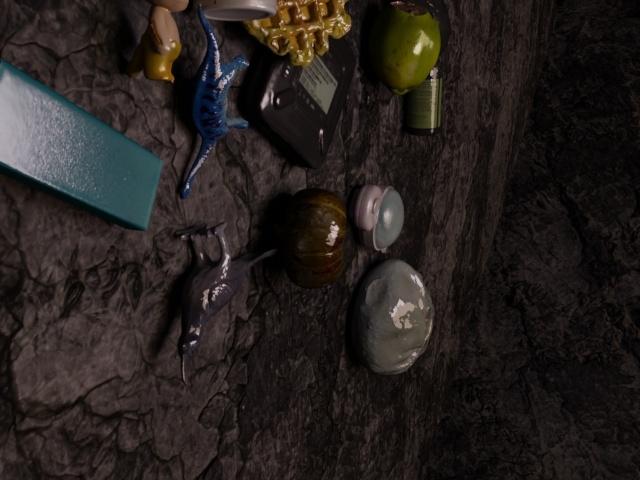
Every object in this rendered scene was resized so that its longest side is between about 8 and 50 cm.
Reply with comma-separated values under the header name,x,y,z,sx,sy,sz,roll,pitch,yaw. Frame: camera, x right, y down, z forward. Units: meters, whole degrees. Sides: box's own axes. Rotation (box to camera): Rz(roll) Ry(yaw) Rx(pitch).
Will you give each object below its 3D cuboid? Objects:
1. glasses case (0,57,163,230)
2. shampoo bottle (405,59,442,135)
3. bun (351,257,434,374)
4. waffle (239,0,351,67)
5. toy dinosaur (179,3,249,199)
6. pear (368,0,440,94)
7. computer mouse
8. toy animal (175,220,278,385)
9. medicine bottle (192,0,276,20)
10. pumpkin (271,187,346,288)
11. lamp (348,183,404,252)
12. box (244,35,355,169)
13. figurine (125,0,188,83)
name,x,y,z,sx,sy,sz,roll,pitch,yaw
glasses case,-0.329,-0.110,0.865,0.301,0.070,0.117,35,64,-60
shampoo bottle,0.299,-0.447,1.907,0.101,0.101,0.284,-36,131,-53
bun,0.221,0.224,1.925,0.354,0.194,0.355,-36,131,-56
waffle,-0.054,-0.480,1.166,0.325,0.068,0.302,33,74,-42
toy dinosaur,-0.177,-0.233,1.092,0.144,0.076,0.329,-45,155,-53
pear,0.204,-0.465,1.640,0.187,0.187,0.220,-36,144,-53
computer mouse,0.274,-0.595,1.737,0.270,0.086,0.138,46,57,-36
toy animal,-0.188,0.055,1.192,0.367,0.081,0.206,-60,144,-47
medicine bottle,-0.133,-0.511,0.984,0.130,0.130,0.341,-19,109,-60
pumpkin,-0.025,-0.007,1.402,0.219,0.162,0.219,7,90,-89
lamp,0.162,-0.068,1.789,0.246,0.107,0.180,35,65,-61
box,-0.031,-0.319,1.345,0.290,0.073,0.289,40,65,-59
figurine,-0.220,-0.346,0.919,0.156,0.131,0.247,-127,-137,-80
